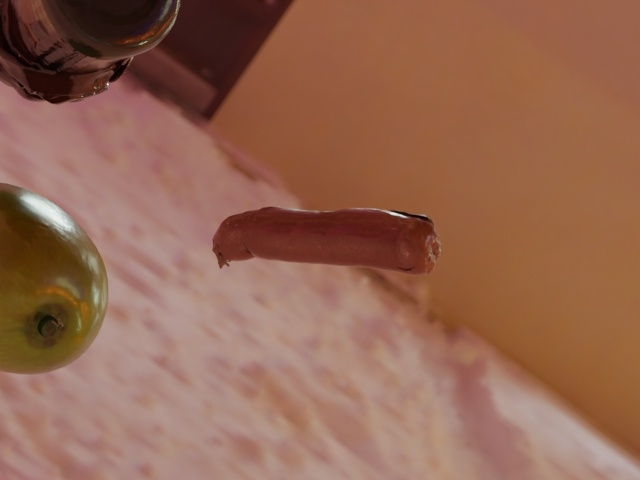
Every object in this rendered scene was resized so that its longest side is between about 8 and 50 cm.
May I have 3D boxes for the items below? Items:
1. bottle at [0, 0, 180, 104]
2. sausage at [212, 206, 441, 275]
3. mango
[{"bbox_3d":[-0.242,-0.206,1.796,0.271,0.143,0.156,-18,-88,61],"label":"bottle"},{"bbox_3d":[0.000,0.000,1.218,0.158,0.042,0.036,1,-4,28],"label":"sausage"},{"bbox_3d":[-0.294,0.028,1.820,0.192,0.156,0.343,40,-4,-12],"label":"mango"}]
